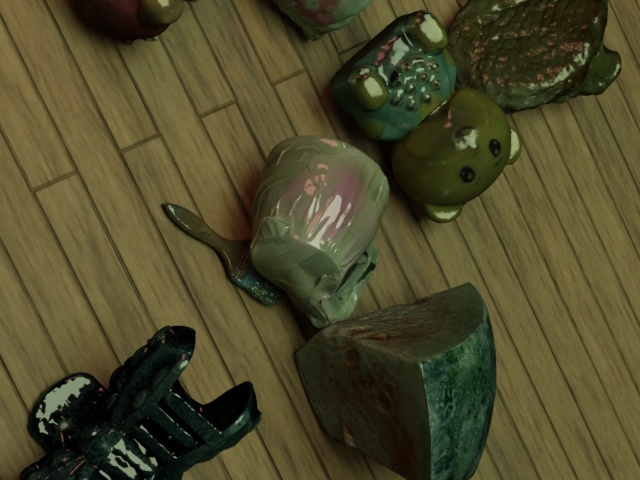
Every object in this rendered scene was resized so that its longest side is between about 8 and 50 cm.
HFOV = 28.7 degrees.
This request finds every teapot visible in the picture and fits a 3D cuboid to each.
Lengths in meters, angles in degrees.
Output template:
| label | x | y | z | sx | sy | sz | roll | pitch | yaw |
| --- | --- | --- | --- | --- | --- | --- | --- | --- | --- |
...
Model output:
| label | x | y | z | sx | sy | sz | roll | pitch | yaw |
| --- | --- | --- | --- | --- | --- | --- | --- | --- | --- |
| teapot | -0.014 | -0.005 | 1.574 | 0.163 | 0.221 | 0.178 | 16 | 55 | 8 |

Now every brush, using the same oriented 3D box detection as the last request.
| label | x | y | z | sx | sy | sz | roll | pitch | yaw |
| --- | --- | --- | --- | --- | --- | --- | --- | --- | --- |
| brush | -0.119 | 0.008 | 1.575 | 0.196 | 0.021 | 0.070 | 37 | 60 | -21 |

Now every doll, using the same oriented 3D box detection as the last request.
| label | x | y | z | sx | sy | sz | roll | pitch | yaw |
| --- | --- | --- | --- | --- | --- | --- | --- | --- | --- |
| doll | 0.146 | -0.164 | 1.702 | 0.177 | 0.161 | 0.261 | -45 | 103 | -12 |
| doll | -0.200 | -0.366 | 1.529 | 0.196 | 0.152 | 0.256 | 52 | 52 | -28 |

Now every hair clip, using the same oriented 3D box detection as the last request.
| label | x | y | z | sx | sy | sz | roll | pitch | yaw |
| --- | --- | --- | --- | --- | --- | --- | --- | --- | --- |
| hair clip | -0.218 | 0.234 | 1.349 | 0.194 | 0.206 | 0.310 | 46 | 76 | -11 |

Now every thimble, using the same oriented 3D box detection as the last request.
| label | x | y | z | sx | sy | sz | roll | pitch | yaw |
| --- | --- | --- | --- | --- | --- | --- | --- | --- | --- |
| thimble | 0.014 | -0.381 | 1.660 | 0.149 | 0.185 | 0.211 | 39 | 96 | -18 |

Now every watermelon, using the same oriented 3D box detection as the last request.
| label | x | y | z | sx | sy | sz | roll | pitch | yaw |
| --- | --- | --- | --- | --- | --- | --- | --- | --- | --- |
| watermelon | 0.091 | 0.175 | 1.572 | 0.258 | 0.387 | 0.228 | 7 | 101 | 9 |

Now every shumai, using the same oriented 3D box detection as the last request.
| label | x | y | z | sx | sy | sz | roll | pitch | yaw |
| --- | --- | --- | --- | --- | --- | --- | --- | --- | --- |
| shumai | 0.314 | -0.255 | 1.852 | 0.272 | 0.204 | 0.222 | -23 | 54 | -3 |
